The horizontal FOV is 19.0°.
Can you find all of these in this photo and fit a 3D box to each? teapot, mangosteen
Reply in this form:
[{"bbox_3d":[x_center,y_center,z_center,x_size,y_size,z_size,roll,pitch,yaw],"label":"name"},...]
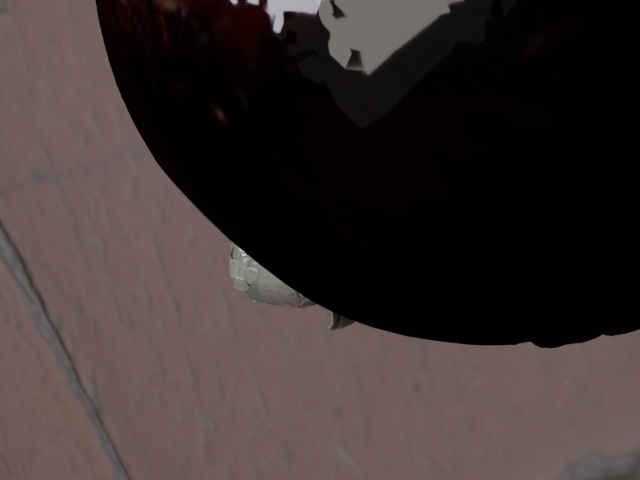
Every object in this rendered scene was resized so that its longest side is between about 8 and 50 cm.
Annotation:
[{"bbox_3d":[0.000,0.000,0.928,0.064,0.064,0.083,26,94,26],"label":"teapot"},{"bbox_3d":[0.059,-0.116,0.618,0.297,0.297,0.313,8,138,43],"label":"mangosteen"}]
